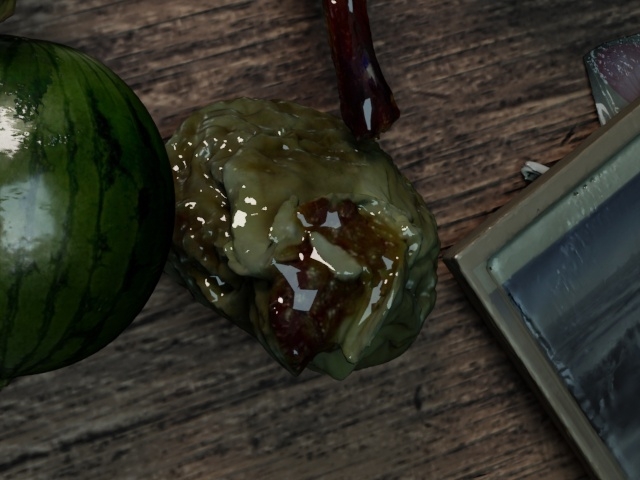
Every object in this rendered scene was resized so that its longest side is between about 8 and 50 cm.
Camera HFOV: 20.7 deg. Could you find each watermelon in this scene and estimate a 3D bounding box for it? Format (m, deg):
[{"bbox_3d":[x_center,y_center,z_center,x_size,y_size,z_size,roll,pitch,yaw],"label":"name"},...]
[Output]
[{"bbox_3d":[-0.218,-0.021,1.213,0.242,0.242,0.242,-3,97,-23],"label":"watermelon"}]

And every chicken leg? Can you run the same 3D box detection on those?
[{"bbox_3d":[-0.029,-0.266,1.319,0.158,0.096,0.407,-38,103,-31],"label":"chicken leg"}]

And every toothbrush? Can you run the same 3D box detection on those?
[{"bbox_3d":[0.259,-0.029,1.527,0.204,0.017,0.022,20,53,-24],"label":"toothbrush"}]

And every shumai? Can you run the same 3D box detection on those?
[{"bbox_3d":[-0.001,0.000,1.323,0.255,0.218,0.189,29,90,-20],"label":"shumai"}]

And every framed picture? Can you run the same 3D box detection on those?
[{"bbox_3d":[0.358,0.011,1.533,0.446,0.028,0.326,-39,104,-15],"label":"framed picture"}]

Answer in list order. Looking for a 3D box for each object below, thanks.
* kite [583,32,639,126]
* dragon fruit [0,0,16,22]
[{"bbox_3d":[0.400,-0.149,1.571,0.360,0.022,0.204,-32,101,-18],"label":"kite"},{"bbox_3d":[-0.274,-0.278,1.134,0.250,0.269,0.291,24,114,-29],"label":"dragon fruit"}]
